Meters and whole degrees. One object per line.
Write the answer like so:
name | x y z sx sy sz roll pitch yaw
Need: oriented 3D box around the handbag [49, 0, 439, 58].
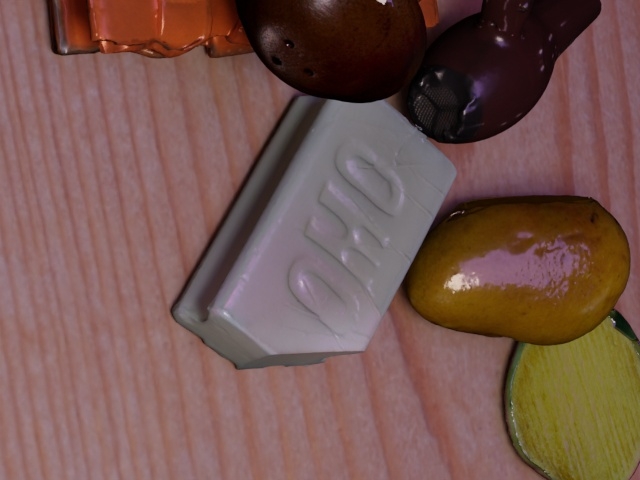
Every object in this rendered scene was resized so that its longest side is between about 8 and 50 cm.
handbag | -0.076 -0.324 1.718 0.410 0.116 0.303 -8 91 -36

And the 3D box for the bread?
bread | 0.287 0.176 1.987 0.228 0.033 0.228 4 84 -38

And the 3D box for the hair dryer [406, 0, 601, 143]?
hair dryer | 0.222 -0.276 1.831 0.123 0.340 0.312 34 50 18

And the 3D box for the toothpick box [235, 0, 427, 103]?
toothpick box | 0.050 -0.260 1.638 0.192 0.192 0.294 51 55 -21

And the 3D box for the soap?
soap | 0.000 0.000 1.756 0.173 0.095 0.289 41 64 -25

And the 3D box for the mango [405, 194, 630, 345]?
mango | 0.208 0.029 1.884 0.262 0.130 0.167 1 81 -24
